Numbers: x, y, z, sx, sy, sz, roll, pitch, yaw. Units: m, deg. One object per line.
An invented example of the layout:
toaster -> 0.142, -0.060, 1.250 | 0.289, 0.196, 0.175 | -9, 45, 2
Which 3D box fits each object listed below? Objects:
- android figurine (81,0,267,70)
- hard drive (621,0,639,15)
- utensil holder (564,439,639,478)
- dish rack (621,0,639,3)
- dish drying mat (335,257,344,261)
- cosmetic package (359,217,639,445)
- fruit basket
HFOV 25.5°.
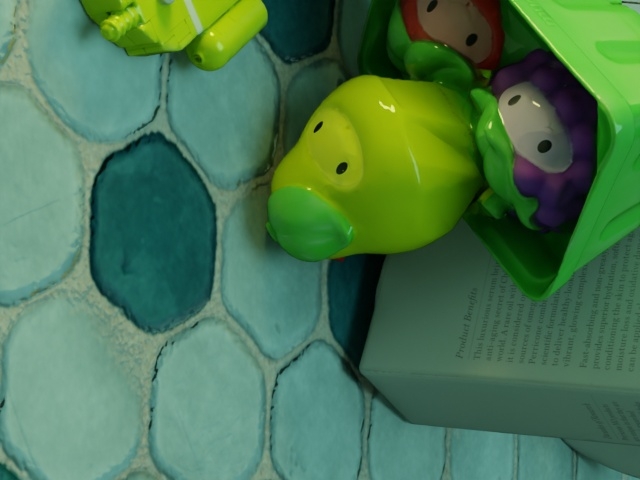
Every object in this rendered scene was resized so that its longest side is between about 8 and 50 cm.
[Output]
android figurine -> -0.129, -0.268, 1.230 | 0.273, 0.056, 0.248 | -51, 128, -46
hard drive -> 0.434, -0.276, 2.049 | 0.233, 0.047, 0.353 | 48, 50, -43
utensil holder -> 0.496, 0.101, 1.882 | 0.327, 0.327, 0.385 | 45, 55, -44
dish rack -> 0.385, -0.381, 1.683 | 0.208, 0.074, 0.271 | -61, 138, -28
dish drying mat -> 0.000, 0.000, 1.437 | 0.083, 0.008, 0.032 | 17, 75, -54
cosmetic package -> 0.293, 0.079, 1.451 | 0.161, 0.453, 0.230 | 51, 48, -53
fruit basket -> 0.121, -0.121, 1.347 | 0.392, 0.392, 0.283 | -54, 165, -42
